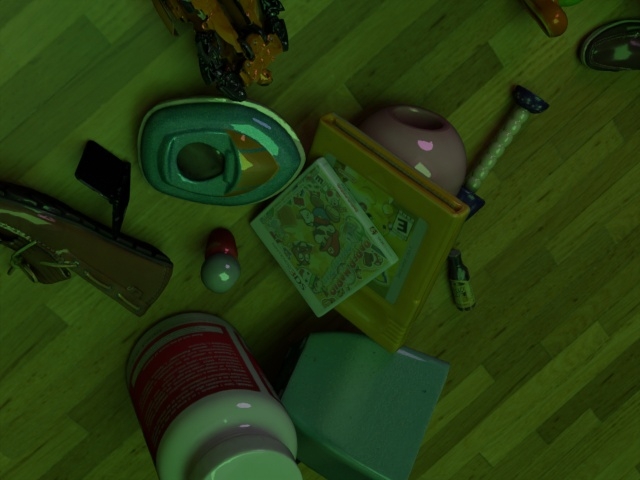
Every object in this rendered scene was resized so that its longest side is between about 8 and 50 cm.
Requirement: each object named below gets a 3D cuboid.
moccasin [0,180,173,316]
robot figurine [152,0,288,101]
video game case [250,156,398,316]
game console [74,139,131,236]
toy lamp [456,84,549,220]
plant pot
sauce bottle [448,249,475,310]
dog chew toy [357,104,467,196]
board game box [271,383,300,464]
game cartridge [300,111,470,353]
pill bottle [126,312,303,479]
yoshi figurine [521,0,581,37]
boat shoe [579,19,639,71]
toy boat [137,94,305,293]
[{"bbox_3d":[-0.420,0.017,1.583,0.380,0.139,0.147,29,91,-39],"label":"moccasin"},{"bbox_3d":[-0.159,-0.354,1.510,0.211,0.085,0.291,-54,127,-35],"label":"robot figurine"},{"bbox_3d":[0.000,0.000,1.658,0.026,0.227,0.206,-34,86,-43],"label":"video game case"},{"bbox_3d":[-0.342,-0.082,1.572,0.071,0.122,0.107,7,123,-4],"label":"game console"},{"bbox_3d":[0.312,-0.150,1.828,0.080,0.080,0.275,27,101,-30],"label":"toy lamp"},{"bbox_3d":[0.041,0.293,1.799,0.252,0.247,0.248,28,68,-7],"label":"plant pot"},{"bbox_3d":[0.270,0.077,1.936,0.042,0.042,0.128,-25,118,-10],"label":"sauce bottle"},{"bbox_3d":[0.128,-0.061,1.730,0.206,0.207,0.332,1,120,-22],"label":"dog chew toy"},{"bbox_3d":[-0.122,0.396,1.921,0.243,0.042,0.165,-38,121,-2],"label":"board game box"},{"bbox_3d":[0.069,-0.006,1.643,0.052,0.285,0.324,-32,152,-45],"label":"game cartridge"},{"bbox_3d":[-0.174,0.303,1.643,0.229,0.408,0.229,-9,116,-18],"label":"pill bottle"},{"bbox_3d":[0.506,-0.481,1.635,0.362,0.203,0.203,-33,94,6],"label":"yoshi figurine"},{"bbox_3d":[0.607,-0.358,1.842,0.257,0.095,0.095,-13,117,-17],"label":"boat shoe"},{"bbox_3d":[-0.158,-0.076,1.610,0.267,0.148,0.318,0,120,-4],"label":"toy boat"}]
